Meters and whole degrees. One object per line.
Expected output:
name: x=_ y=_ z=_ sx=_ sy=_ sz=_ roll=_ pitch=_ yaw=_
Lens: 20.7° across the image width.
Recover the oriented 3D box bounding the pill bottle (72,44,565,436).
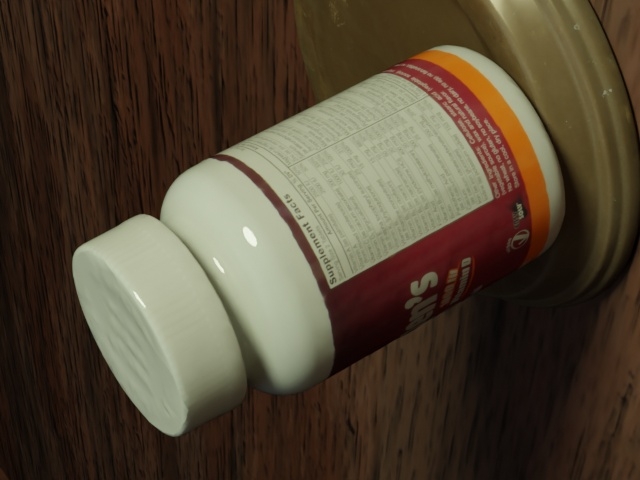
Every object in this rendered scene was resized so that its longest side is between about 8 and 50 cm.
pill bottle: x=0.000 y=0.000 z=0.850 sx=0.121 sy=0.221 sz=0.121 roll=46 pitch=153 yaw=32

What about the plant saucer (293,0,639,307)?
plant saucer: x=0.067 y=-0.082 z=0.955 sx=0.278 sy=0.041 sz=0.278 roll=45 pitch=151 yaw=33
